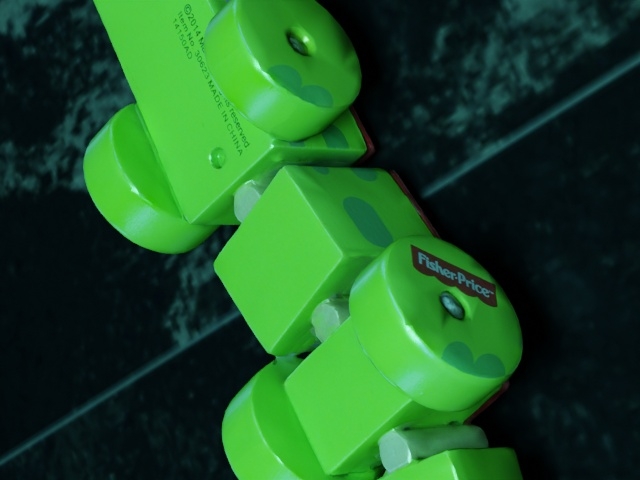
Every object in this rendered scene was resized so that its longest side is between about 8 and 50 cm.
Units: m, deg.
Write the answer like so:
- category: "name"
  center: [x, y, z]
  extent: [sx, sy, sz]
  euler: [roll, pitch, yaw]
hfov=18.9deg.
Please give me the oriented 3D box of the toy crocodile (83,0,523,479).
- category: "toy crocodile"
  center: [0.000, 0.000, 0.777]
  extent: [0.115, 0.105, 0.340]
  euler: [-46, 62, 34]
